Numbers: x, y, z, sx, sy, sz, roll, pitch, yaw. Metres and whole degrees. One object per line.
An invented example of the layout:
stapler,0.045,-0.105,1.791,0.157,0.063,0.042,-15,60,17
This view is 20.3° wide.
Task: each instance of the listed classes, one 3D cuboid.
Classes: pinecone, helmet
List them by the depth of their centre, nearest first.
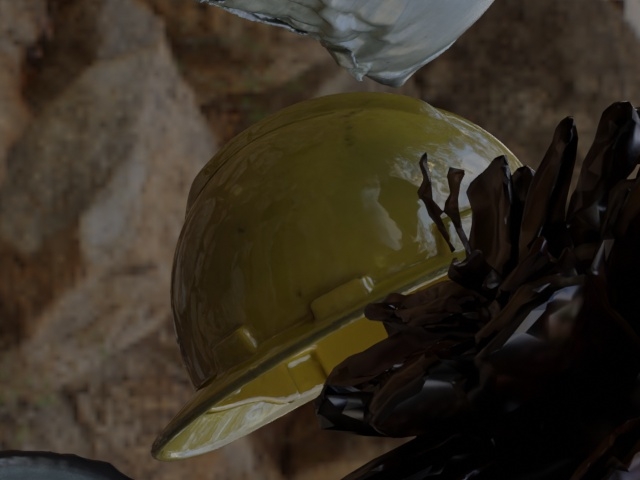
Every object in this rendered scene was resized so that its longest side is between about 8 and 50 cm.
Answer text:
pinecone,0.092,0.069,0.453,0.221,0.221,0.221,179,-90,-85
helmet,0.000,0.000,0.954,0.140,0.257,0.205,64,8,11

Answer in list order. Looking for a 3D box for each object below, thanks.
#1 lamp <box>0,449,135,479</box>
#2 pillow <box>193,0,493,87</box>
lamp,-0.136,0.187,0.311,0.371,0.130,0.108,-67,167,-52
pillow,0.022,-0.119,0.559,0.148,0.050,0.230,-55,161,12
